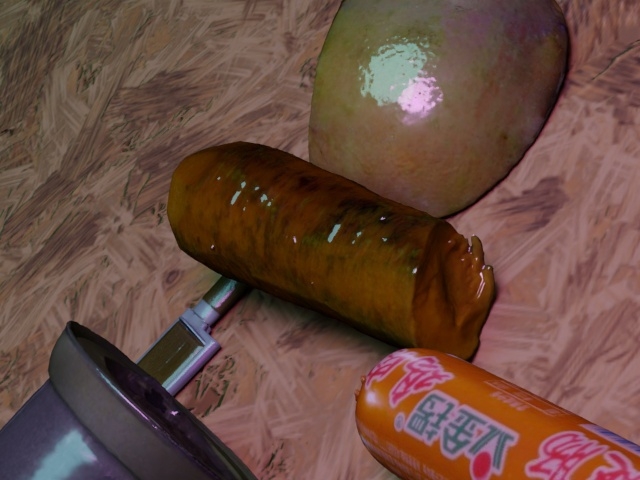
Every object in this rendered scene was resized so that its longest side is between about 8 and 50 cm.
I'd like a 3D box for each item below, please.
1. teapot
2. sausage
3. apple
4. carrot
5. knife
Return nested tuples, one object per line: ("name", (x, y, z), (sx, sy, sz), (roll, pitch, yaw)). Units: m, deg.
("teapot", (-0.210, 0.242, 0.998), (0.337, 0.200, 0.270), (-48, -1, -2))
("sausage", (0.114, 0.134, 0.904), (0.093, 0.093, 0.312), (-51, 35, -10))
("apple", (0.096, -0.146, 1.200), (0.193, 0.120, 0.265), (5, 59, 34))
("carrot", (0.000, 0.000, 1.124), (0.302, 0.114, 0.114), (21, 69, 45))
("knife", (-0.108, 0.080, 1.239), (0.343, 0.027, 0.061), (-46, 39, -4))
